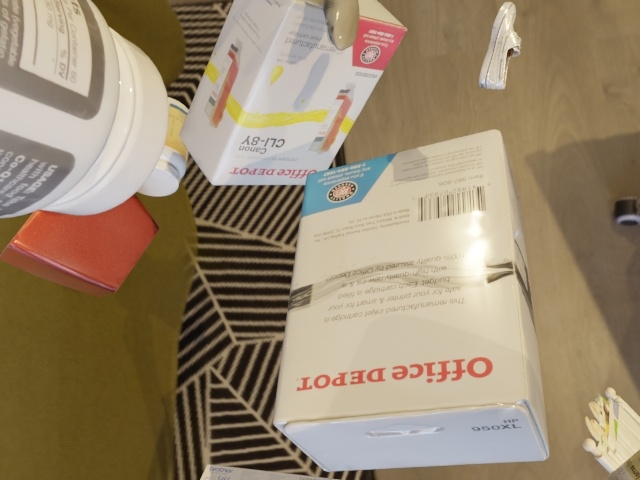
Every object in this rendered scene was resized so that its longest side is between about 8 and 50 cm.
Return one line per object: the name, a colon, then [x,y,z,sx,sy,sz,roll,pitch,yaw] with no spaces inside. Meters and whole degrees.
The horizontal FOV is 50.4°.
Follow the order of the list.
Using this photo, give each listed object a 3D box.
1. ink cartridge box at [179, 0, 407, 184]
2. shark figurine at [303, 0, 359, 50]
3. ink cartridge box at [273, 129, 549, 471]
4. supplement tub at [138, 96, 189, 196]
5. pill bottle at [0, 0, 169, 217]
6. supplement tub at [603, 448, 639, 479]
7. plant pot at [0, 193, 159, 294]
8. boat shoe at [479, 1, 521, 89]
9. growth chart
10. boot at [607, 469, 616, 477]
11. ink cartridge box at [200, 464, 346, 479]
ink cartridge box: [-0.059,-0.293,1.288,0.279,0.384,0.160,-3,47,-41]
shark figurine: [0.006,-0.430,1.029,0.278,0.116,0.166,54,39,0]
ink cartridge box: [0.119,0.076,0.875,0.286,0.166,0.394,-11,49,21]
supplement tub: [-0.378,-0.218,1.579,0.144,0.144,0.199,1,61,3]
pill bottle: [-0.273,-0.123,0.464,0.204,0.361,0.204,-2,83,20]
supplement tub: [0.229,0.305,0.470,0.316,0.228,0.228,-45,75,9]
plant pot: [-0.525,-0.013,1.525,0.236,0.267,0.267,38,67,-19]
boat shoe: [0.209,-0.218,0.766,0.035,0.035,0.100,16,88,26]
growth chart: [0.434,0.288,0.945,0.172,0.237,0.021,50,118,12]
boot: [0.323,0.372,0.724,0.077,0.165,0.213,12,28,3]
ink cartridge box: [-0.061,0.372,0.942,0.207,0.046,0.097,3,116,12]
